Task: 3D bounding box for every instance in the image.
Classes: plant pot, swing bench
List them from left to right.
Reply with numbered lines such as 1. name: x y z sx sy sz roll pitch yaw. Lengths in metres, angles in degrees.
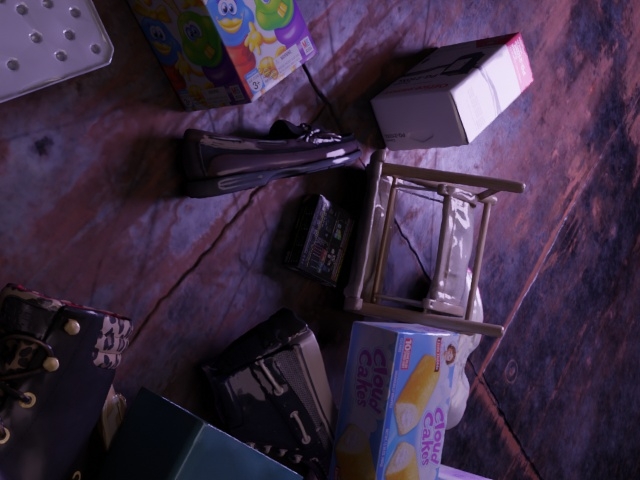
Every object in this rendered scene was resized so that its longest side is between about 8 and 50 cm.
1. plant pot: -0.175 0.324 0.868 0.165 0.165 0.234 39 72 -31
2. swing bench: 0.172 0.012 1.233 0.254 0.165 0.253 12 83 -5

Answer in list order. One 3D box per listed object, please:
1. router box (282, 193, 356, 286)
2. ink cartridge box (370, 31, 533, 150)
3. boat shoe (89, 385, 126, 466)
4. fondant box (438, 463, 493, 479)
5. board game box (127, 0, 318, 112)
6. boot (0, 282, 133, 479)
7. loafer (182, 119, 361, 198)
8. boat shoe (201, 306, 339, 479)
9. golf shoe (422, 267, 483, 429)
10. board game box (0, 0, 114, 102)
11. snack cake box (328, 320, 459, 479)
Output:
1. router box: 0.000 0.000 1.171 0.092 0.038 0.123 30 72 -41
2. ink cartridge box: 0.227 -0.254 1.289 0.237 0.172 0.100 -42 119 -35
3. boat shoe: -0.262 0.208 0.920 0.045 0.050 0.136 -20 112 -50
4. fondant box: 0.151 0.526 1.206 0.096 0.238 0.331 11 85 -44
5. board game box: -0.144 -0.320 0.939 0.144 0.142 0.275 -45 122 -34
6. boot: -0.325 0.182 0.712 0.377 0.138 0.284 34 72 -66
7. loafer: -0.060 -0.132 1.063 0.302 0.109 0.095 -19 101 -40
8. boat shoe: -0.057 0.269 1.092 0.158 0.127 0.341 -27 116 -18
9. golf shoe: 0.205 0.183 1.335 0.140 0.115 0.306 14 81 -41
10. board game box: -0.437 -0.286 0.683 0.390 0.050 0.390 -34 106 -38
11. snack cake box: 0.105 0.254 1.078 0.152 0.089 0.265 9 90 -44
